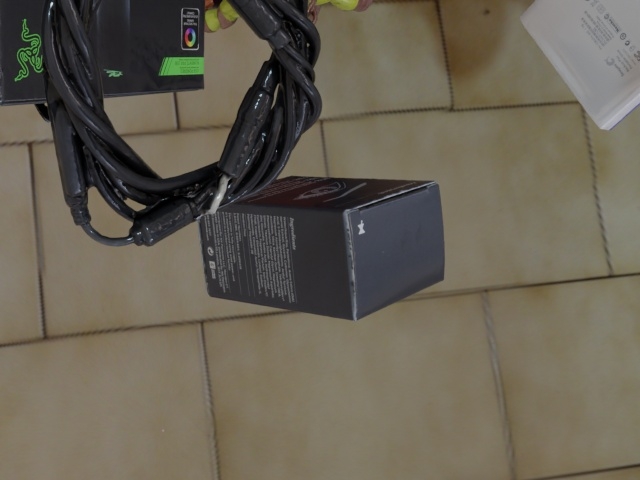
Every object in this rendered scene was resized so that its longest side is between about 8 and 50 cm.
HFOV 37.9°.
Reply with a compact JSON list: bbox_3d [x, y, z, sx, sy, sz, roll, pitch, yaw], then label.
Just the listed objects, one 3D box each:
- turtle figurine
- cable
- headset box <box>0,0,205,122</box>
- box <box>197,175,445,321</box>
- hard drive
[{"bbox_3d":[-0.025,-0.257,0.959,0.217,0.269,0.087,-25,95,-57],"label":"turtle figurine"},{"bbox_3d":[-0.063,-0.088,0.456,0.151,0.047,0.184,-18,124,-27],"label":"cable"},{"bbox_3d":[-0.200,-0.231,0.683,0.131,0.246,0.283,9,103,24],"label":"headset box"},{"bbox_3d":[0.000,0.000,0.953,0.153,0.207,0.108,-18,109,-46],"label":"box"},{"bbox_3d":[0.426,-0.325,1.193,0.040,0.318,0.210,-1,54,-46],"label":"hard drive"}]
